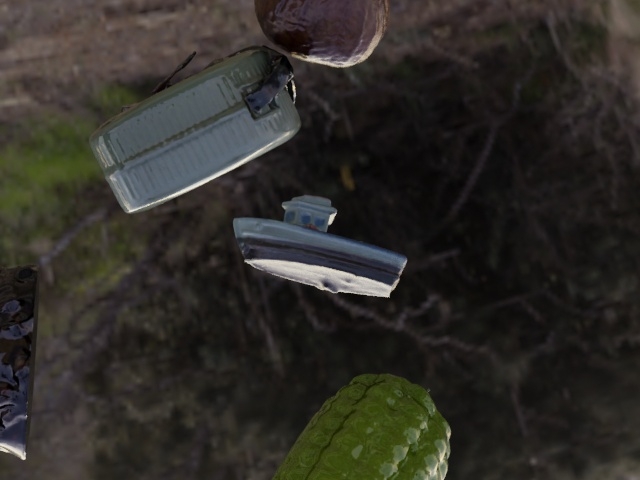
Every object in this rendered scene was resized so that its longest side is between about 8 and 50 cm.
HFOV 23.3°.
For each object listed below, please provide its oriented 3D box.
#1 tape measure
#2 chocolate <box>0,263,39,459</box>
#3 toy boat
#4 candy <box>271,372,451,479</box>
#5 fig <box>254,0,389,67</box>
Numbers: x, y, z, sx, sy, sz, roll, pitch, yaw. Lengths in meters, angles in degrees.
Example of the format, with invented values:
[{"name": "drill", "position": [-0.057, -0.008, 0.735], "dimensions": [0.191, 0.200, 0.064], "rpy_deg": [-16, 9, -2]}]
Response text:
[{"name": "tape measure", "position": [-0.115, -0.118, 1.499], "dimensions": [0.207, 0.115, 0.235], "rpy_deg": [-29, -175, 4]}, {"name": "chocolate", "position": [-0.399, 0.122, 1.684], "dimensions": [0.177, 0.206, 0.224], "rpy_deg": [4, -174, -10]}, {"name": "toy boat", "position": [0.000, 0.000, 1.214], "dimensions": [0.140, 0.066, 0.059], "rpy_deg": [12, 157, -4]}, {"name": "candy", "position": [0.005, 0.173, 0.964], "dimensions": [0.209, 0.096, 0.097], "rpy_deg": [-51, -179, -42]}, {"name": "fig", "position": [0.024, -0.269, 1.497], "dimensions": [0.133, 0.146, 0.201], "rpy_deg": [8, 128, -30]}]
